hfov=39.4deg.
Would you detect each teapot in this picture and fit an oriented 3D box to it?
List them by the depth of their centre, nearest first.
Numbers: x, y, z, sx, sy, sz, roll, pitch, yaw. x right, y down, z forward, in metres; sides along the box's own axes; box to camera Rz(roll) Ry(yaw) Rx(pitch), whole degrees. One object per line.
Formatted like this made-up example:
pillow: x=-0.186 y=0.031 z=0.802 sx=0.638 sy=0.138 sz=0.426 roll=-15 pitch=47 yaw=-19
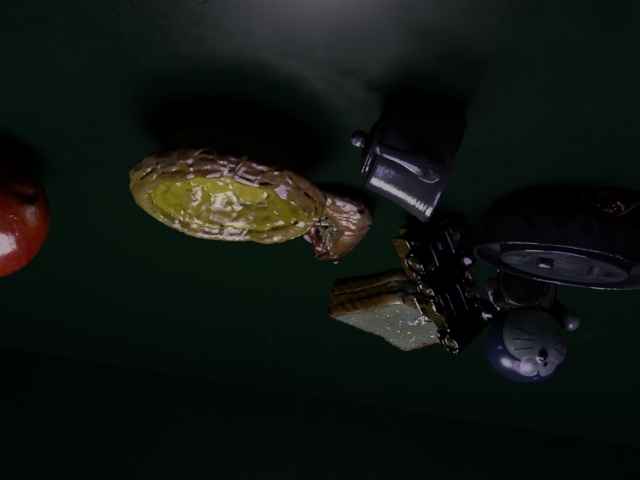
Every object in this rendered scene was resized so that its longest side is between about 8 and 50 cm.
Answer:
teapot: x=0.114 y=-0.126 z=1.310 sx=0.149 sy=0.162 sz=0.239 roll=19 pitch=-171 yaw=0

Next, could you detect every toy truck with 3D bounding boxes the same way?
toy truck: x=0.227 y=0.084 z=1.684 sx=0.127 sy=0.127 sz=0.257 roll=2 pitch=125 yaw=55

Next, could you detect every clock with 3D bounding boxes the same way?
clock: x=0.432 y=0.020 z=1.568 sx=0.318 sy=0.066 sz=0.319 roll=12 pitch=169 yaw=2
clock: x=0.413 y=0.161 z=1.768 sx=0.199 sy=0.243 sz=0.146 roll=9 pitch=162 yaw=-3

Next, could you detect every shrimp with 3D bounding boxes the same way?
shrimp: x=0.015 y=-0.024 z=1.723 sx=0.154 sy=0.062 sz=0.294 roll=19 pitch=151 yaw=1

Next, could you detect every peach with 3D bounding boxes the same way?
peach: x=-0.649 y=-0.057 z=1.694 sx=0.281 sy=0.238 sz=0.281 roll=17 pitch=147 yaw=12

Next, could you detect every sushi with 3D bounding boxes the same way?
sushi: x=0.469 y=-0.059 z=1.444 sx=0.099 sy=0.050 sz=0.047 roll=-4 pitch=153 yaw=2

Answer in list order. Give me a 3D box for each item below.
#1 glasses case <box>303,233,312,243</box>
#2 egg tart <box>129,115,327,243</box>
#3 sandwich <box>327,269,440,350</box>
glasses case: x=0.000 y=0.000 z=1.843 sx=0.032 sy=0.021 sz=0.083 roll=-12 pitch=150 yaw=44
egg tart: x=-0.147 y=-0.102 z=1.488 sx=0.345 sy=0.132 sz=0.345 roll=9 pitch=160 yaw=3
sandwich: x=0.198 y=0.162 z=2.076 sx=0.273 sy=0.095 sz=0.249 roll=27 pitch=150 yaw=-36
